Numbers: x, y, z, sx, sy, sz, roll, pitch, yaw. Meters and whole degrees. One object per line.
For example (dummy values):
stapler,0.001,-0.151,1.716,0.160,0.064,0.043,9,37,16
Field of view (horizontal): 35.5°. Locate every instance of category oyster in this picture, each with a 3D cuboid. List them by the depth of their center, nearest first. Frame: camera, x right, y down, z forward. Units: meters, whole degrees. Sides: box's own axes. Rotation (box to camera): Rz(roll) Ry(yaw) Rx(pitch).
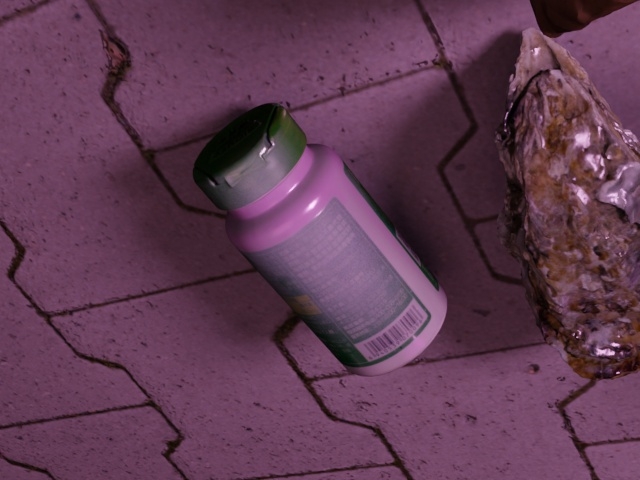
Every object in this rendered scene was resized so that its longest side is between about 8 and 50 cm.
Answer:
oyster,0.238,-0.022,0.879,0.162,0.158,0.351,-32,117,-11

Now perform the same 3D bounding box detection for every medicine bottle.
medicine bottle,0.000,0.000,0.966,0.133,0.133,0.274,-20,124,32

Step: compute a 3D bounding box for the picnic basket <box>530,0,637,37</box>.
picnic basket,0.291,-0.182,0.575,0.337,0.293,0.337,12,118,25
